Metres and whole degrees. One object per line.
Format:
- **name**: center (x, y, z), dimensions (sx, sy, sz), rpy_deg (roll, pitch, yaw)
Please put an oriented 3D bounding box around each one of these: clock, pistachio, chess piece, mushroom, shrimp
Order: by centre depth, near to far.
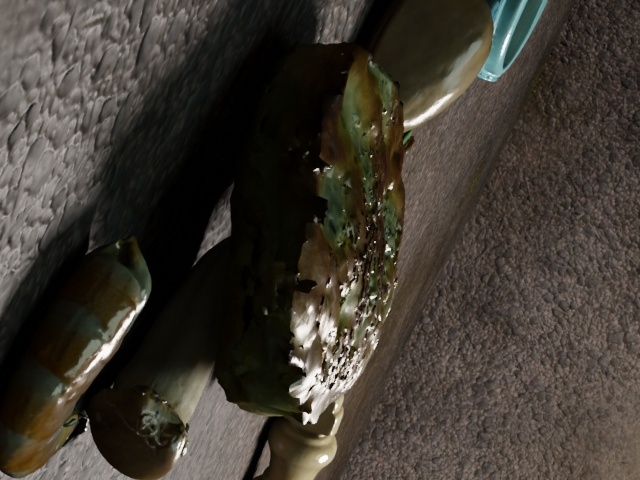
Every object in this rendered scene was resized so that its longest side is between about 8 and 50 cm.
- **shrimp**: center (-0.151, 0.082, 0.903), dimensions (0.161, 0.049, 0.166), rpy_deg (-59, 171, -15)
- **mushroom**: center (-0.108, 0.083, 1.088), dimensions (0.084, 0.071, 0.209), rpy_deg (52, 46, -29)
- **pistachio**: center (0.092, -0.176, 1.357), dimensions (0.185, 0.108, 0.126), rpy_deg (-57, 147, 2)
- **clock**: center (0.226, -0.314, 1.746), dimensions (0.274, 0.094, 0.223), rpy_deg (-54, 166, -38)
- **chess piece**: center (-0.058, 0.359, 1.946), dimensions (0.397, 0.117, 0.117), rpy_deg (-70, 169, 22)

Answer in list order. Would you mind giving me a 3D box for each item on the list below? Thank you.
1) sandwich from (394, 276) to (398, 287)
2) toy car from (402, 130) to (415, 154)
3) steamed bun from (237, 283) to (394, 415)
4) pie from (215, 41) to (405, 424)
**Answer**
- **sandwich**: center (0.041, 0.012, 1.678), dimensions (0.035, 0.093, 0.104), rpy_deg (82, 3, -72)
- **toy car**: center (0.070, -0.108, 1.545), dimensions (0.093, 0.058, 0.186), rpy_deg (-50, 164, -54)
- **steamed bun**: center (-0.008, 0.054, 1.386), dimensions (0.231, 0.110, 0.212), rpy_deg (-64, -166, -17)
- **pie**: center (0.000, 0.000, 1.107), dimensions (0.355, 0.103, 0.288), rpy_deg (20, 79, -76)
